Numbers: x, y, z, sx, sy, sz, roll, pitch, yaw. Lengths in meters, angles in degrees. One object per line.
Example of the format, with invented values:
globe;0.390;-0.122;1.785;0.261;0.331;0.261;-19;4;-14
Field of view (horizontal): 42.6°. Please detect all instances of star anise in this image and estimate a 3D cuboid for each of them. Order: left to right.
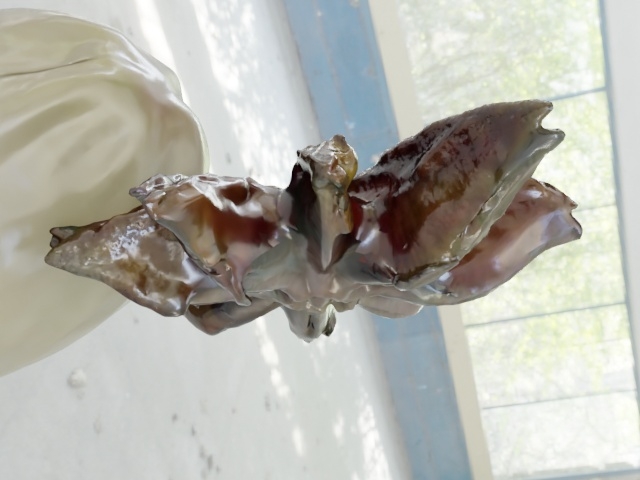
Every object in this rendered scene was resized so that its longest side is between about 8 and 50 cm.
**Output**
star anise;0.000;0.000;0.429;0.288;0.288;0.088;41;41;-72

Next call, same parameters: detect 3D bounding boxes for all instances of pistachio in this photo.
pistachio;-0.220;-0.013;0.509;0.208;0.332;0.226;51;-21;-5
